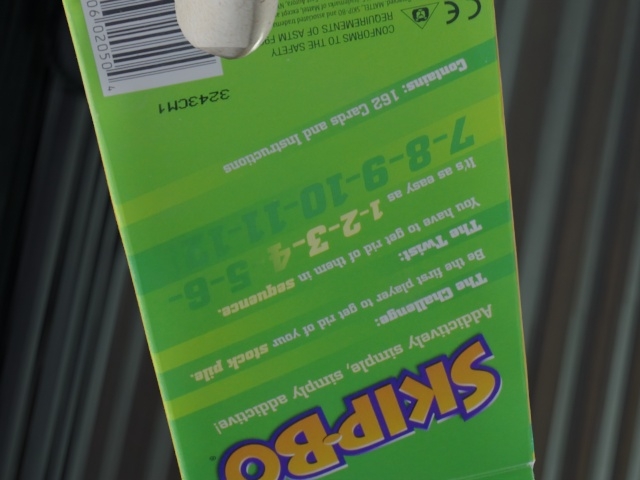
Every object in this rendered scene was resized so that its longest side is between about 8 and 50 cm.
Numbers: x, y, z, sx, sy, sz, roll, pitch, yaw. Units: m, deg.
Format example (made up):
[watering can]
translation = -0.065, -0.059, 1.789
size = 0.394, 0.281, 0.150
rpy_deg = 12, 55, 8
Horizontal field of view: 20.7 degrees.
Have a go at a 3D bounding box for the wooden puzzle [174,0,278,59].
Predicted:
[wooden puzzle]
translation = 0.035, -0.179, 0.313
size = 0.044, 0.239, 0.221
rpy_deg = 19, 142, 8

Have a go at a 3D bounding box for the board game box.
[board game box]
translation = 0.000, 0.000, 0.568
size = 0.124, 0.259, 0.039
rpy_deg = -11, -147, -2
